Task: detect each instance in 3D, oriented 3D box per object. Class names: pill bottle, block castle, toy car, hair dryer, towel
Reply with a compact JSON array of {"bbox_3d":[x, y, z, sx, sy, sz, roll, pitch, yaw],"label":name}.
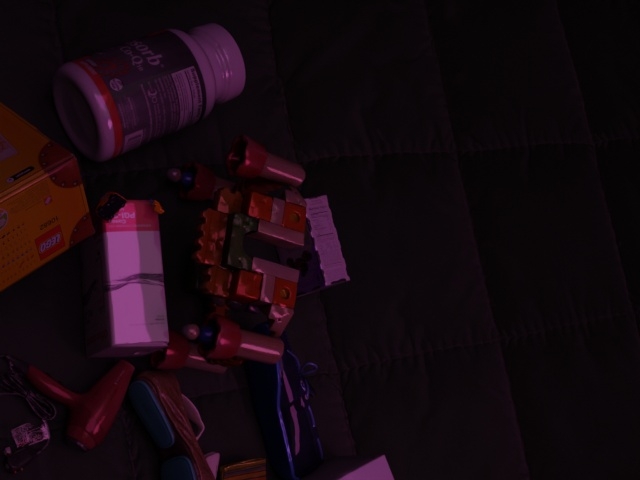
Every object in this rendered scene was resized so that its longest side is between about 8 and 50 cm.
[{"bbox_3d":[-0.351,-0.320,1.986,0.363,0.210,0.210,-29,92,-32],"label":"pill bottle"},{"bbox_3d":[-0.207,0.036,1.926,0.213,0.303,0.453,18,69,-31],"label":"block castle"},{"bbox_3d":[-0.361,-0.061,1.784,0.122,0.060,0.040,16,26,-37],"label":"toy car"},{"bbox_3d":[-0.489,0.300,1.824,0.293,0.080,0.223,-15,86,-31],"label":"hair dryer"},{"bbox_3d":[-0.151,0.570,1.952,0.102,0.021,0.237,-5,93,-29],"label":"towel"}]

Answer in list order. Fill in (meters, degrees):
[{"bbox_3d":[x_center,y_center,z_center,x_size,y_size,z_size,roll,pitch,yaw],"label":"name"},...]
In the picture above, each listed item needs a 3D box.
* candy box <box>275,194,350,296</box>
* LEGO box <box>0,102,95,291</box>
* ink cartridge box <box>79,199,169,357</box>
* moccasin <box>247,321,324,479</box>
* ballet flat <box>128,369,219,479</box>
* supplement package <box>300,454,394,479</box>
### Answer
[{"bbox_3d":[-0.028,0.016,2.107,0.070,0.165,0.196,-12,83,-32],"label":"candy box"},{"bbox_3d":[-0.706,-0.039,1.616,0.372,0.193,0.500,34,54,30],"label":"LEGO box"},{"bbox_3d":[-0.389,0.080,1.863,0.117,0.207,0.283,-1,77,-27],"label":"ink cartridge box"},{"bbox_3d":[-0.072,0.335,2.040,0.117,0.138,0.342,-12,98,-35],"label":"moccasin"},{"bbox_3d":[-0.274,0.415,1.916,0.124,0.116,0.342,-18,82,-52],"label":"ballet flat"},{"bbox_3d":[0.056,0.608,1.984,0.199,0.198,0.262,-20,88,-31],"label":"supplement package"}]
